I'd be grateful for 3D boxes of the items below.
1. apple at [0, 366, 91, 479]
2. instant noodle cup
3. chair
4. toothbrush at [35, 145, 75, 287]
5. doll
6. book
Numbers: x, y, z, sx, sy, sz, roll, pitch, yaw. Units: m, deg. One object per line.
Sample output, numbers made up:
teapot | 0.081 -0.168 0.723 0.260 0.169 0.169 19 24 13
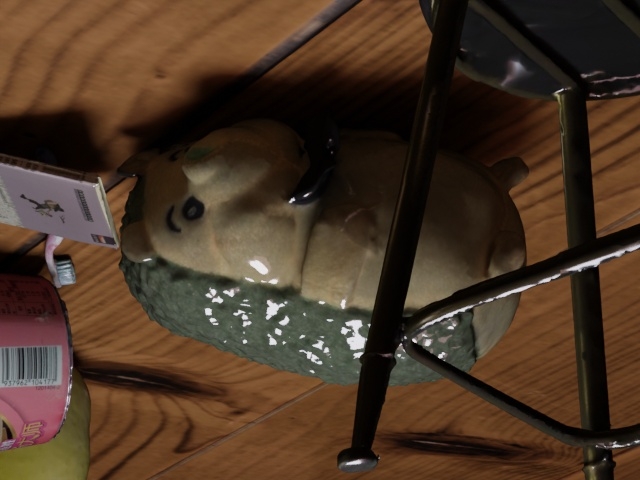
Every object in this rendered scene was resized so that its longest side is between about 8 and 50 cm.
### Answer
apple | -0.389 0.245 1.998 0.258 0.233 0.295 10 150 -34
instant noodle cup | -0.378 0.120 1.783 0.255 0.244 0.244 -2 155 -28
chair | 0.237 -0.033 1.349 0.362 0.410 0.364 -22 149 29
toothbrush | -0.243 -0.017 1.732 0.027 0.021 0.269 -14 156 -11
doll | 0.000 0.000 1.603 0.349 0.247 0.247 3 155 6
book | -0.264 -0.042 1.615 0.181 0.014 0.127 14 155 9
